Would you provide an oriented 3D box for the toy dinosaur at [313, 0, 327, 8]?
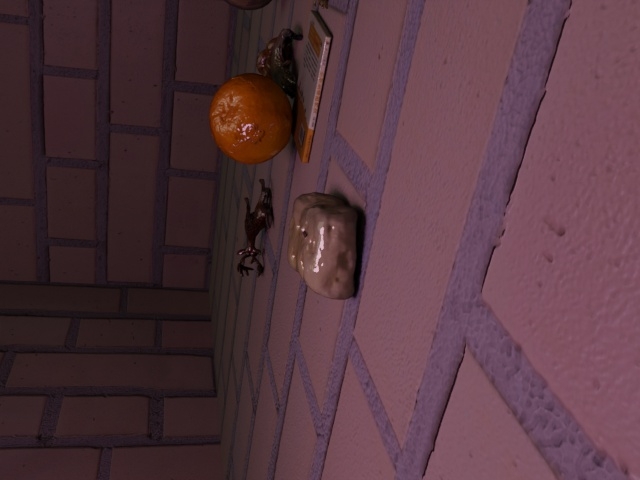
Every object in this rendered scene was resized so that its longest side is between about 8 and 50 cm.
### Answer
[{"bbox_3d":[0.000,-0.526,1.383,0.113,0.026,0.041,-150,70,-64],"label":"toy dinosaur"}]

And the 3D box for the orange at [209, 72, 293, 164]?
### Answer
[{"bbox_3d":[-0.169,-0.297,1.558,0.219,0.193,0.219,-24,56,42],"label":"orange"}]

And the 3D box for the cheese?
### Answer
[{"bbox_3d":[-0.002,0.000,1.134,0.263,0.093,0.159,-135,51,-72],"label":"cheese"}]

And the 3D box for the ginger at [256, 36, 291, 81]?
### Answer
[{"bbox_3d":[-0.126,-0.513,1.796,0.162,0.073,0.103,-48,56,49],"label":"ginger"}]

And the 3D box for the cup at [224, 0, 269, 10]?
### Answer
[{"bbox_3d":[-0.160,-0.845,1.833,0.301,0.227,0.257,-60,23,-14],"label":"cup"}]

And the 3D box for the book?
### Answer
[{"bbox_3d":[-0.028,-0.355,1.463,0.208,0.020,0.295,-106,24,-54],"label":"book"}]

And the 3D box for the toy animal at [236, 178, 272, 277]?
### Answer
[{"bbox_3d":[-0.205,-0.034,1.956,0.243,0.087,0.260,119,154,-63],"label":"toy animal"}]

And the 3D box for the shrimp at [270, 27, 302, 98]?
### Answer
[{"bbox_3d":[-0.082,-0.459,1.636,0.152,0.046,0.219,-64,34,37],"label":"shrimp"}]
